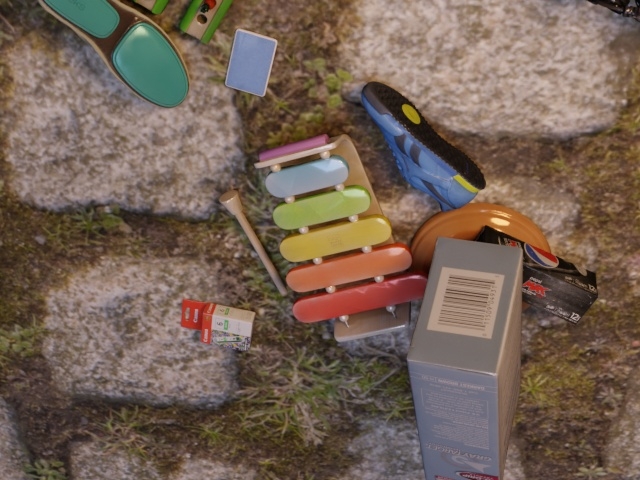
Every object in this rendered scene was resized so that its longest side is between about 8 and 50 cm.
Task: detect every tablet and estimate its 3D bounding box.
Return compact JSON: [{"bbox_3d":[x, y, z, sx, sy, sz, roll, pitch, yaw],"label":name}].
[{"bbox_3d":[-0.089,-0.226,1.271,0.054,0.006,0.083,16,126,-1],"label":"tablet"}]

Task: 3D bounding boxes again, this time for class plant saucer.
[{"bbox_3d":[0.220,0.039,1.386,0.200,0.037,0.200,5,126,6],"label":"plant saucer"}]

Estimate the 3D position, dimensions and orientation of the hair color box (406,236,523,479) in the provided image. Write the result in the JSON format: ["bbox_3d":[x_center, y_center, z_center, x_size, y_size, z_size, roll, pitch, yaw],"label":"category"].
[{"bbox_3d":[0.200,0.182,1.328,0.114,0.185,0.374,8,145,17],"label":"hair color box"}]

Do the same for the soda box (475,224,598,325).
[{"bbox_3d":[0.279,0.045,1.322,0.169,0.053,0.060,24,126,-7],"label":"soda box"}]

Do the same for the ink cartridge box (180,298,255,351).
[{"bbox_3d":[-0.160,0.129,1.527,0.115,0.029,0.063,11,127,2],"label":"ink cartridge box"}]

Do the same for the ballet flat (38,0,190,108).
[{"bbox_3d":[-0.255,-0.261,1.228,0.086,0.086,0.248,-22,135,24],"label":"ballet flat"}]

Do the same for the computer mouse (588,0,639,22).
[{"bbox_3d":[0.400,-0.246,1.065,0.262,0.184,0.060,19,108,-2],"label":"computer mouse"}]

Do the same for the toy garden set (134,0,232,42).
[{"bbox_3d":[-0.195,-0.366,1.161,0.244,0.049,0.204,30,125,-11],"label":"toy garden set"}]

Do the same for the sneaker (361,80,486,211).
[{"bbox_3d":[0.115,-0.112,1.277,0.209,0.069,0.082,41,126,-19],"label":"sneaker"}]

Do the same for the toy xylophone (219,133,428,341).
[{"bbox_3d":[0.000,0.000,1.367,0.236,0.081,0.322,-21,117,24],"label":"toy xylophone"}]
